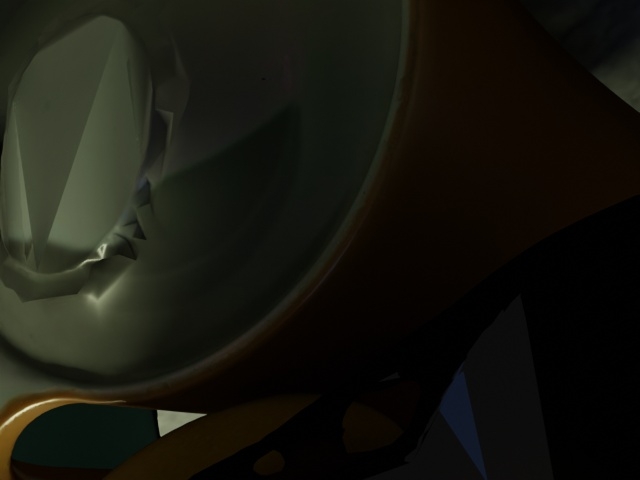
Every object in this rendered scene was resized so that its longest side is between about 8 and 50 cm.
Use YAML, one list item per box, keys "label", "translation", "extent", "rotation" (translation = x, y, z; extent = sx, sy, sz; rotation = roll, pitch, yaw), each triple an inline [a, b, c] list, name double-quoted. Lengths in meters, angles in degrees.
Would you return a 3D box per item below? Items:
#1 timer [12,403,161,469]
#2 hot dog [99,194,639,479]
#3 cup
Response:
- label: "timer"
  translation: [-0.159, 0.143, 0.726]
  extent: [0.091, 0.232, 0.250]
  rotation: [17, 132, -37]
- label: "hot dog"
  translation: [-0.010, 0.130, 0.548]
  extent: [0.326, 0.107, 0.194]
  rotation: [-38, 119, -2]
- label: "cup"
  translation: [0.000, 0.000, 0.635]
  extent: [0.264, 0.182, 0.226]
  rotation: [23, 102, -51]
